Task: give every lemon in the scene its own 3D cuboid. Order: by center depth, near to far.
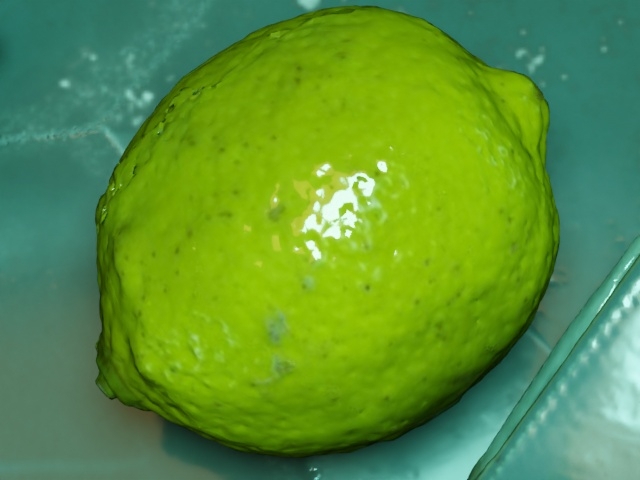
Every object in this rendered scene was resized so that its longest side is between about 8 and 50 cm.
[{"bbox_3d":[0.000,0.000,1.075,0.310,0.253,0.253,-36,75,2],"label":"lemon"}]

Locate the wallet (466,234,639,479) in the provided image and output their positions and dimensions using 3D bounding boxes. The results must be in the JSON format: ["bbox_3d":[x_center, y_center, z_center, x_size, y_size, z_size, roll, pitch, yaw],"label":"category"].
[{"bbox_3d":[0.291,0.158,1.081,0.360,0.083,0.252,34,95,11],"label":"wallet"}]
